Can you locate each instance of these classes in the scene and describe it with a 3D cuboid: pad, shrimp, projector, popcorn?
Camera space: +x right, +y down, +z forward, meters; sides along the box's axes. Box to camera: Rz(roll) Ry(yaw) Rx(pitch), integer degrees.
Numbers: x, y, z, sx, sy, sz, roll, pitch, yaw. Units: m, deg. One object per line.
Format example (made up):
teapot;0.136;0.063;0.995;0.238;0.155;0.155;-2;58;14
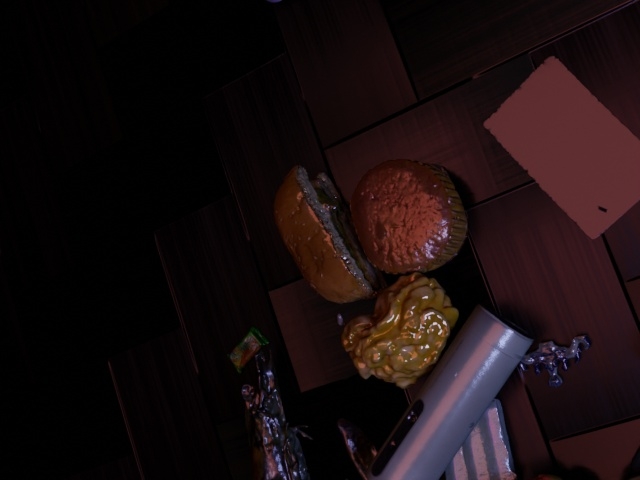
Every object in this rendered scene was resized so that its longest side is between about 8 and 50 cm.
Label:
pad;0.400;-0.148;1.386;0.159;0.009;0.265;-45;73;18
shrimp;-0.011;0.396;1.542;0.272;0.085;0.445;-23;83;18
projector;0.202;0.265;1.385;0.108;0.108;0.338;35;97;22
popcorn;0.138;0.157;1.422;0.194;0.140;0.163;-36;114;1

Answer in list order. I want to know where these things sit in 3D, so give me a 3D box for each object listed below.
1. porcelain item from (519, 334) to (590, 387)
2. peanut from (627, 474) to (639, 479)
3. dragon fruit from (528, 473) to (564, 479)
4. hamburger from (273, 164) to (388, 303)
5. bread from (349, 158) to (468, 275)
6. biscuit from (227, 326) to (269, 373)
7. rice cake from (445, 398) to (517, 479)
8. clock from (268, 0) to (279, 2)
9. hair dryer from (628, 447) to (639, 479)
porcelain item;0.367;0.198;1.391;0.136;0.021;0.075;-15;87;25
peanut;0.573;0.411;1.234;0.298;0.120;0.136;4;104;22
dragon fruit;0.353;0.441;1.316;0.172;0.160;0.167;22;73;4
hamburger;0.000;0.000;1.512;0.131;0.124;0.262;-33;75;22
bread;0.142;-0.039;1.455;0.199;0.104;0.199;-1;88;24
biscuit;-0.139;0.205;1.636;0.046;0.016;0.089;47;108;18
rice cake;0.262;0.384;1.428;0.127;0.043;0.237;-15;84;25
clock;-0.041;-0.563;1.556;0.247;0.090;0.228;-29;77;24
hair dryer;0.505;0.261;1.305;0.128;0.070;0.256;32;107;23
